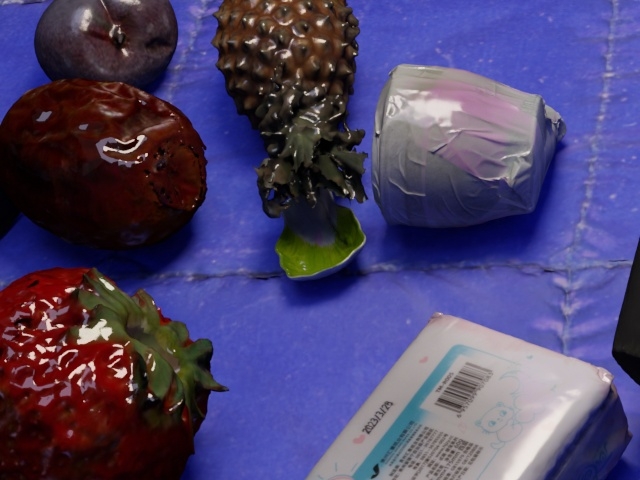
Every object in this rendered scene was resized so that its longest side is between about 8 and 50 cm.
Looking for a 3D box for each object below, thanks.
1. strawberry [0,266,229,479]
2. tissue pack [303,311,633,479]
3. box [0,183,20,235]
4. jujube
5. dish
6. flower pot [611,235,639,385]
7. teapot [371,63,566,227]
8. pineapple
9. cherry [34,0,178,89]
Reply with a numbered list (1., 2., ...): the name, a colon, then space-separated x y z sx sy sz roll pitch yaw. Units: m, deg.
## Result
1. strawberry: -0.240 0.163 1.602 0.277 0.257 0.257 -44 40 16
2. tissue pack: 0.112 0.207 1.503 0.201 0.124 0.271 19 55 33
3. box: -0.551 -0.063 1.956 0.345 0.204 0.251 16 52 32
4. jujube: -0.232 -0.077 1.893 0.243 0.183 0.183 14 51 40
5. dish: 0.000 0.000 1.823 0.091 0.039 0.137 -24 38 3
6. flower pot: 0.353 0.074 1.503 0.269 0.269 0.166 27 82 38
7. teapot: 0.153 -0.087 1.807 0.178 0.221 0.163 6 86 12
8. pineapple: -0.034 -0.156 1.904 0.175 0.175 0.361 -10 43 9
9. cherry: -0.257 -0.237 2.091 0.176 0.140 0.176 -20 18 7
